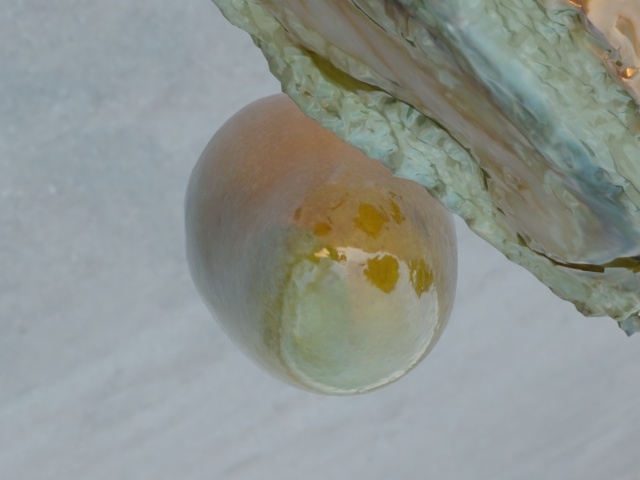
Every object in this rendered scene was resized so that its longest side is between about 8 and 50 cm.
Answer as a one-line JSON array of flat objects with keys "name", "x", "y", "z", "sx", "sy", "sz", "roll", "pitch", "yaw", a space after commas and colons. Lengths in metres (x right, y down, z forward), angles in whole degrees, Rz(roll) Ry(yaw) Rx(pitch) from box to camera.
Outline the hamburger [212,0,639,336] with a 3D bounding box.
[{"name": "hamburger", "x": 0.058, "y": -0.151, "z": 0.604, "sx": 0.209, "sy": 0.330, "sz": 0.162, "roll": -50, "pitch": -178, "yaw": -25}]

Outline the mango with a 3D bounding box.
[{"name": "mango", "x": 0.000, "y": 0.000, "z": 1.304, "sx": 0.199, "sy": 0.221, "sz": 0.384, "roll": -4, "pitch": -174, "yaw": -5}]
